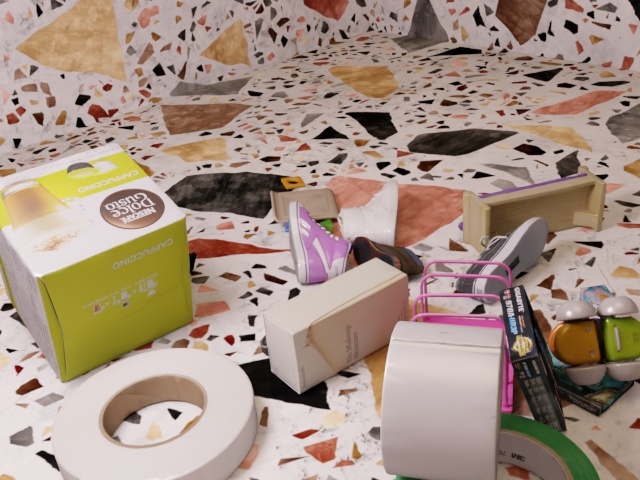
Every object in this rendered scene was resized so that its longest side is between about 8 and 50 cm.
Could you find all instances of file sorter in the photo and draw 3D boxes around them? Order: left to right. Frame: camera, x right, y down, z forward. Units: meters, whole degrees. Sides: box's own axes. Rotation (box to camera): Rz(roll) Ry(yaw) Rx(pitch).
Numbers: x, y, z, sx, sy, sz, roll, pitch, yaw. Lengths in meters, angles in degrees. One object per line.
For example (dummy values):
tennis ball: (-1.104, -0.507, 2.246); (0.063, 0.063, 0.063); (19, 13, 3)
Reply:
file sorter: (0.286, 0.182, 1.511); (0.202, 0.182, 0.291); (1, 30, 15)

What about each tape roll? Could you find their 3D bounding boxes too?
tape roll: (-0.315, 0.350, 1.443); (0.391, 0.072, 0.392); (-4, 28, 2)
tape roll: (0.198, 0.254, 1.182); (0.169, 0.246, 0.246); (2, 30, 16)
tape roll: (0.283, 0.412, 1.209); (0.321, 0.077, 0.321); (-5, 29, 3)

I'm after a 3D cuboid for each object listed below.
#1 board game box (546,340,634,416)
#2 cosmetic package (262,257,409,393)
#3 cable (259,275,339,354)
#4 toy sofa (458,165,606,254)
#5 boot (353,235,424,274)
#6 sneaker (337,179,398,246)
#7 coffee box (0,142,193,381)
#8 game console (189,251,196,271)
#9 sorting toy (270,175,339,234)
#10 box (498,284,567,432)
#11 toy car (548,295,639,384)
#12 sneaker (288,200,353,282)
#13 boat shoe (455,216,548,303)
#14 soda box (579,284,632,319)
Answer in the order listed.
board game box: (0.501, 0.266, 1.481); (0.126, 0.026, 0.186); (-27, 35, -34)
cosmetic package: (0.040, 0.175, 1.599); (0.309, 0.160, 0.113); (-26, 35, -30)
cable: (-0.037, 0.159, 1.731); (0.287, 0.072, 0.139); (-25, 28, -29)
toy sofa: (0.551, -0.089, 1.987); (0.362, 0.150, 0.177); (-12, 31, -11)
boot: (0.169, 0.047, 1.919); (0.106, 0.082, 0.219); (4, 18, -29)
sneaker: (0.133, -0.086, 2.105); (0.169, 0.108, 0.293); (2, 31, 8)
coffee box: (-0.517, 0.041, 1.691); (0.337, 0.338, 0.334); (-25, 50, -30)
game console: (-0.397, 0.069, 1.970); (0.071, 0.107, 0.122); (43, 50, 19)
sorting toy: (-0.047, -0.095, 2.219); (0.195, 0.047, 0.348); (-2, 31, -6)
box: (0.386, 0.217, 1.365); (0.051, 0.220, 0.175); (-17, 35, 18)
toy car: (0.534, 0.194, 1.458); (0.181, 0.159, 0.136); (-6, -8, -1)
sneaker: (0.000, 0.001, 1.973); (0.160, 0.102, 0.282); (-6, 47, -8)
boat shoe: (0.441, 0.039, 1.821); (0.104, 0.113, 0.306); (16, 51, 44)
soda box: (0.615, 0.169, 1.596); (0.058, 0.063, 0.183); (-8, 29, -5)
